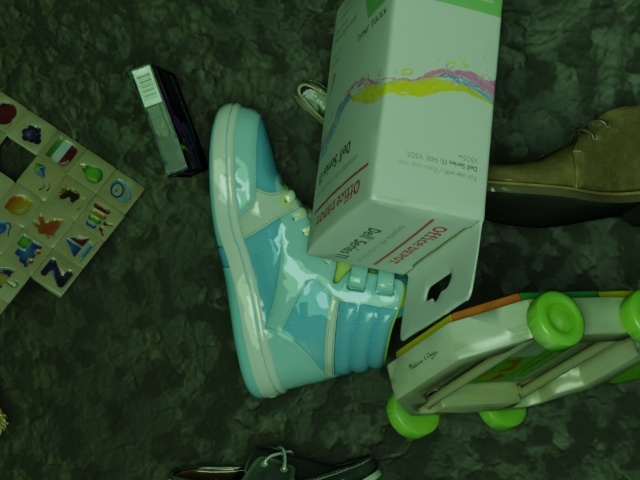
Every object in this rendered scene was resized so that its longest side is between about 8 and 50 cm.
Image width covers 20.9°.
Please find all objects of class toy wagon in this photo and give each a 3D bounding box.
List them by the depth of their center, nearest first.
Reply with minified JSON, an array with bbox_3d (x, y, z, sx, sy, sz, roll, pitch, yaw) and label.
[{"bbox_3d":[0.237,0.120,1.761,0.344,0.267,0.068,-1,66,-34],"label":"toy wagon"}]

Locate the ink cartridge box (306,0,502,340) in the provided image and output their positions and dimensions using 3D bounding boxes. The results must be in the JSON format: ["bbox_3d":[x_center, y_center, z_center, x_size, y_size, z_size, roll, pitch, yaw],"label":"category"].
[{"bbox_3d":[0.079,-0.097,1.720,0.119,0.207,0.353,12,70,-15],"label":"ink cartridge box"}]

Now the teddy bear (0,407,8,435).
[{"bbox_3d":[-0.468,0.185,1.922,0.245,0.113,0.338,-17,98,14],"label":"teddy bear"}]

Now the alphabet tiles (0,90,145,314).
[{"bbox_3d":[-0.338,-0.023,1.879,0.198,0.009,0.237,34,67,4],"label":"alphabet tiles"}]

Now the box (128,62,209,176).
[{"bbox_3d":[-0.158,-0.125,1.833,0.029,0.162,0.116,-20,91,3],"label":"box"}]

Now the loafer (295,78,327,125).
[{"bbox_3d":[0.024,-0.129,1.872,0.125,0.039,0.045,36,95,4],"label":"loafer"}]

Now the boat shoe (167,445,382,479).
[{"bbox_3d":[-0.050,0.260,1.877,0.233,0.084,0.079,-13,91,10],"label":"boat shoe"}]

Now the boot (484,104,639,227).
[{"bbox_3d":[0.270,-0.076,1.791,0.305,0.112,0.115,-1,80,-19],"label":"boot"}]

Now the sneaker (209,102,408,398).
[{"bbox_3d":[0.000,0.000,1.842,0.208,0.127,0.319,-8,101,9],"label":"sneaker"}]
